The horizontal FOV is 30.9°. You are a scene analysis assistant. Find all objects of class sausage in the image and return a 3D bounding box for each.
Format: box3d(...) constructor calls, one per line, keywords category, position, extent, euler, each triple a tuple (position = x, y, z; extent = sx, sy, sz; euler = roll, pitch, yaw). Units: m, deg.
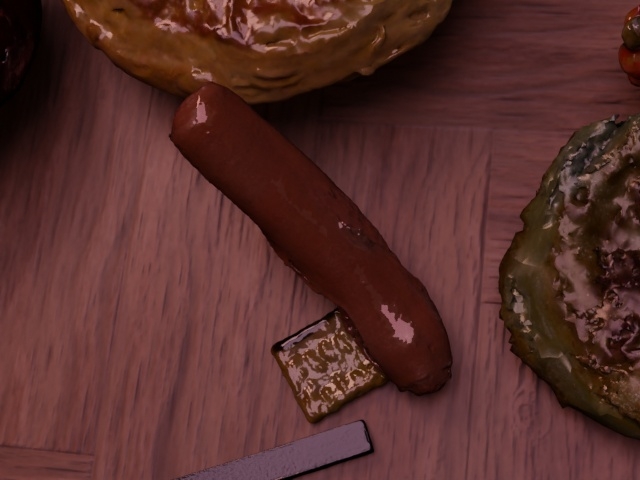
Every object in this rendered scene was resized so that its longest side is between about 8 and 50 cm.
box3d(category="sausage", position=(0.000, -0.002, 0.985), extent=(0.326, 0.079, 0.087), euler=(47, 41, -6))

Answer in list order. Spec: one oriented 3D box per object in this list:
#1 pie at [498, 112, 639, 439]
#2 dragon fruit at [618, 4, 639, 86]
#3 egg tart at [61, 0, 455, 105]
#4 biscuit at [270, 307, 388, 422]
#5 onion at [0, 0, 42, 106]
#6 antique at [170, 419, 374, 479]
box3d(category="pie", position=(0.324, 0.034, 0.940), extent=(0.354, 0.103, 0.288), euler=(0, 78, 9))
box3d(category="dragon fruit", position=(0.325, -0.164, 0.990), extent=(0.150, 0.207, 0.133), euler=(-56, 50, 36))
box3d(category="egg tart", position=(-0.044, -0.317, 1.078), extent=(0.443, 0.178, 0.443), euler=(-3, 75, 10))
box3d(category="biscuit", position=(0.008, 0.108, 1.021), extent=(0.083, 0.018, 0.081), euler=(-31, 71, 0))
box3d(category="onion", position=(-0.412, -0.182, 1.072), extent=(0.314, 0.232, 0.314), euler=(-1, 40, 1))
box3d(category="antique", position=(-0.049, 0.198, 1.005), extent=(0.192, 0.015, 0.031), euler=(-18, 72, 5))
